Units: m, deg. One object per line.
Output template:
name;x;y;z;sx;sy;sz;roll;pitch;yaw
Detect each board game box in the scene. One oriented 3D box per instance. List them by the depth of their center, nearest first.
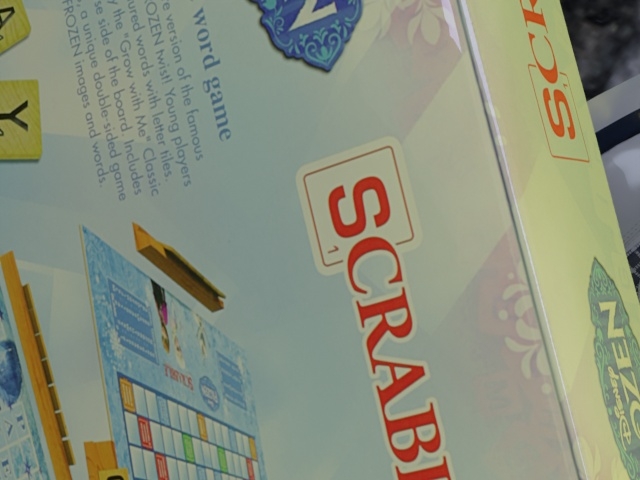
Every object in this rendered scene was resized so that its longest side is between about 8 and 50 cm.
board game box;-0.065;0.047;0.438;0.318;0.066;0.318;-17;81;30

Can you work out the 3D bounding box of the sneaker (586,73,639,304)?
sneaker;0.212;-0.051;0.670;0.235;0.090;0.094;-26;80;5
